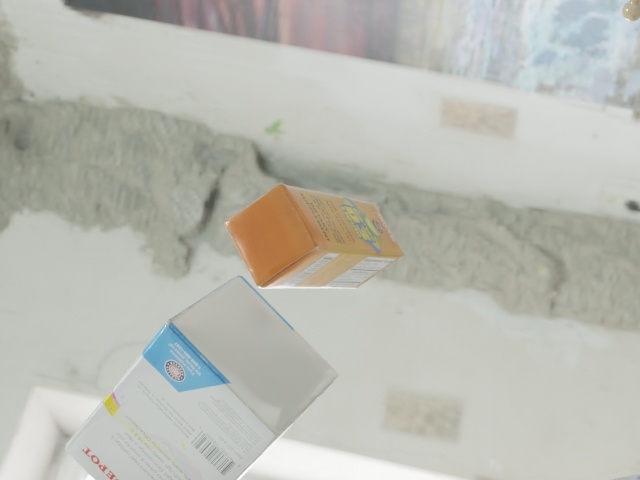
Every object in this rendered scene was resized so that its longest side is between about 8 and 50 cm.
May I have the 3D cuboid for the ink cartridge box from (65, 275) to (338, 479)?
[{"bbox_3d":[-0.078,0.110,0.708,0.143,0.092,0.090,-48,-6,30],"label":"ink cartridge box"}]

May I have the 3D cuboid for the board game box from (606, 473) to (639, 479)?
[{"bbox_3d":[0.265,0.299,1.188,0.026,0.154,0.103,-125,35,-51],"label":"board game box"}]

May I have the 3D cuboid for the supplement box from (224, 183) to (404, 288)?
[{"bbox_3d":[0.000,0.000,1.157,0.078,0.080,0.233,60,-162,14],"label":"supplement box"}]

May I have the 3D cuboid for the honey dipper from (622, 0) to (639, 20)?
[{"bbox_3d":[0.284,-0.263,0.985,0.030,0.030,0.160,-67,-13,-56],"label":"honey dipper"}]
